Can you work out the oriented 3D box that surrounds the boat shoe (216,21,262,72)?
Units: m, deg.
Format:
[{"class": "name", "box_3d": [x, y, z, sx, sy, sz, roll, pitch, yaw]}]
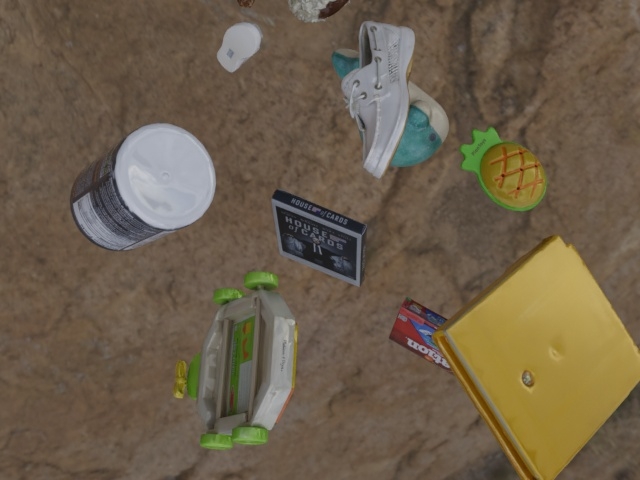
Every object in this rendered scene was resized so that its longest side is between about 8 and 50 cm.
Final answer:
[{"class": "boat shoe", "box_3d": [-0.141, -0.372, 1.642, 0.066, 0.184, 0.063, 44, 69, -3]}]

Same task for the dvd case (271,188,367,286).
[{"class": "dvd case", "box_3d": [0.000, 0.000, 1.629, 0.239, 0.179, 0.030, 86, 29, -65]}]

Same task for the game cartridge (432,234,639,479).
[{"class": "game cartridge", "box_3d": [0.358, 0.179, 1.384, 0.323, 0.052, 0.285, -34, 92, -34]}]

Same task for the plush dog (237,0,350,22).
[{"class": "plush dog", "box_3d": [-0.035, -0.442, 1.229, 0.211, 0.225, 0.262, 55, 53, -30]}]

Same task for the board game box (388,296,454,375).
[{"class": "board game box", "box_3d": [0.259, 0.207, 1.547, 0.027, 0.281, 0.145, -56, 168, -26]}]

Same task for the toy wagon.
[{"class": "toy wagon", "box_3d": [-0.148, 0.208, 1.449, 0.068, 0.267, 0.344, 14, 157, -28]}]

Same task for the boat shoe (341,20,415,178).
[{"class": "boat shoe", "box_3d": [0.073, -0.208, 1.256, 0.096, 0.277, 0.098, 16, 143, -10]}]

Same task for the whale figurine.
[{"class": "whale figurine", "box_3d": [0.113, -0.237, 1.604, 0.272, 0.216, 0.141, 38, 85, -41]}]

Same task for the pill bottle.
[{"class": "pill bottle", "box_3d": [-0.241, -0.058, 1.118, 0.130, 0.245, 0.131, 6, 78, -31]}]

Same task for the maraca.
[{"class": "maraca", "box_3d": [0.349, -0.136, 1.662, 0.185, 0.099, 0.127, 39, 72, -2]}]
